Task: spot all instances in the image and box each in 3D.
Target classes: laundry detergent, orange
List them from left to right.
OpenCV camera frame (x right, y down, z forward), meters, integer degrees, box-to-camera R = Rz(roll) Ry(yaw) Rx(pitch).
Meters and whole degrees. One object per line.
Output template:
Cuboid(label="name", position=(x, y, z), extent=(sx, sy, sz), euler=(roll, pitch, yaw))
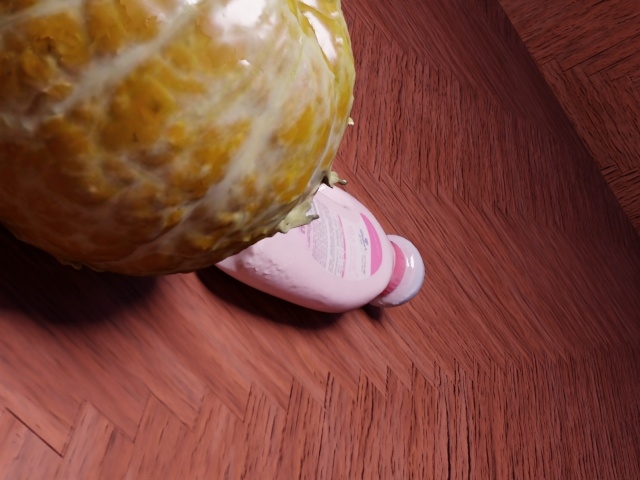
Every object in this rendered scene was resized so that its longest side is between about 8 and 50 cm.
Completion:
Cuboid(label="orange", position=(-0.117, -0.138, 0.669), extent=(0.329, 0.249, 0.329), euler=(46, 34, -44))
Cuboid(label="laundry detergent", position=(0.000, 0.000, 0.975), extent=(0.335, 0.088, 0.159), euler=(24, 45, -57))
